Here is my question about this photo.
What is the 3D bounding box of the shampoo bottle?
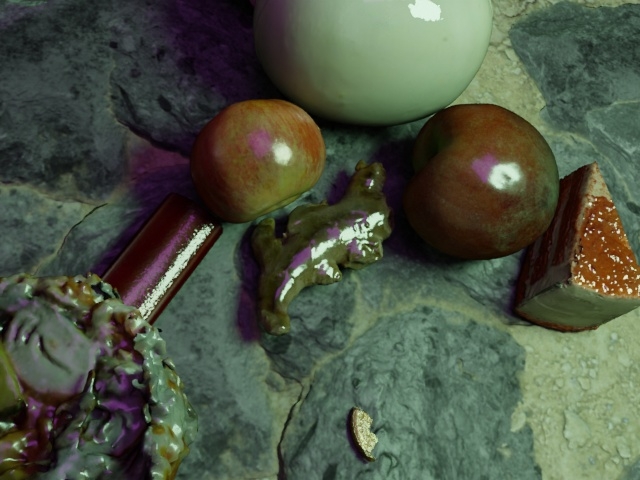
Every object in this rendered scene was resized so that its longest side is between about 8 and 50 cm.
[{"bbox_3d":[-0.249,0.054,1.048,0.102,0.064,0.260,33,62,1],"label":"shampoo bottle"}]

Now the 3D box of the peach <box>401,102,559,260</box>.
[{"bbox_3d":[0.254,-0.090,1.163,0.253,0.252,0.252,6,66,-13],"label":"peach"}]

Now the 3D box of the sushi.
[{"bbox_3d":[-0.344,0.217,0.836,0.418,0.176,0.417,-1,68,3],"label":"sushi"}]

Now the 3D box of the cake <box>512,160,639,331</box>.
[{"bbox_3d":[0.443,0.019,1.208,0.160,0.158,0.262,28,61,-7],"label":"cake"}]

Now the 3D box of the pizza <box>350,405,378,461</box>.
[{"bbox_3d":[0.062,0.278,1.065,0.037,0.016,0.083,-10,66,-18],"label":"pizza"}]

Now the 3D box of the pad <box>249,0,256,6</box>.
[{"bbox_3d":[-0.115,-0.468,1.276,0.187,0.006,0.113,48,50,-44],"label":"pad"}]

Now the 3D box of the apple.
[{"bbox_3d":[-0.093,-0.123,1.092,0.210,0.209,0.164,-28,91,-24],"label":"apple"}]

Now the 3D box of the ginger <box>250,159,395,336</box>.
[{"bbox_3d":[0.002,-0.001,1.140,0.333,0.080,0.166,-40,67,-20],"label":"ginger"}]

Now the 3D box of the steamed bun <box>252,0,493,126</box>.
[{"bbox_3d":[0.082,-0.337,1.168,0.374,0.334,0.333,-1,67,-17],"label":"steamed bun"}]
